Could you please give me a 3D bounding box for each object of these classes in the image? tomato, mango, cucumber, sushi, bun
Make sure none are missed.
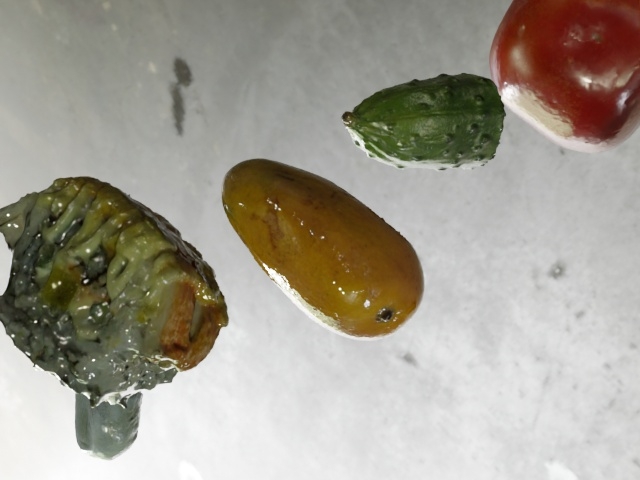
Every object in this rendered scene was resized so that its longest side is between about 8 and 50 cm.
[{"bbox_3d":[0.425,-0.309,1.556,0.293,0.290,0.325,41,102,-1],"label":"tomato"},{"bbox_3d":[0.001,0.002,0.710,0.165,0.089,0.115,41,-172,-9],"label":"mango"},{"bbox_3d":[0.119,-0.152,1.291,0.134,0.244,0.134,8,101,49],"label":"cucumber"},{"bbox_3d":[-0.225,0.044,1.022,0.274,0.184,0.139,39,179,38],"label":"sushi"},{"bbox_3d":[-0.275,0.218,1.323,0.141,0.083,0.141,-178,90,-66],"label":"bun"}]
